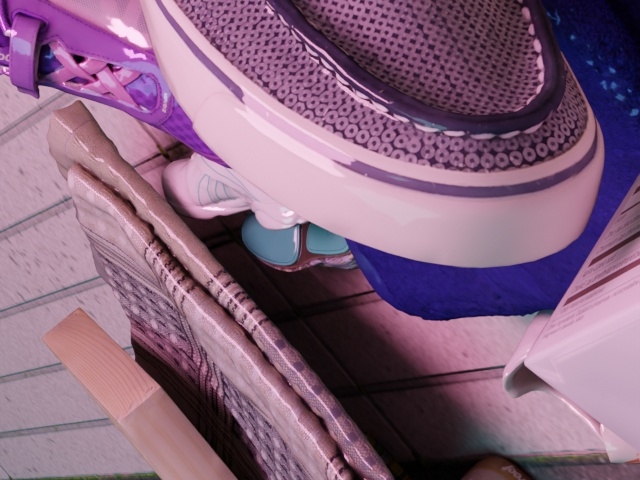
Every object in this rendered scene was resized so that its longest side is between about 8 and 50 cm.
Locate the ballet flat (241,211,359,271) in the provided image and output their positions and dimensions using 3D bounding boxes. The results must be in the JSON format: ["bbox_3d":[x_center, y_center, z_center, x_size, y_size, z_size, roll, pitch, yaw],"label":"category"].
[{"bbox_3d":[0.000,0.000,1.097,0.114,0.041,0.041,3,133,54],"label":"ballet flat"}]

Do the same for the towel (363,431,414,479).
[{"bbox_3d":[0.090,0.229,1.338,0.237,0.021,0.102,47,158,-4],"label":"towel"}]

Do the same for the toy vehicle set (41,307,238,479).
[{"bbox_3d":[-0.078,0.173,1.321,0.267,0.035,0.166,54,170,-27],"label":"toy vehicle set"}]

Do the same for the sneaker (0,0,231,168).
[{"bbox_3d":[-0.123,-0.107,1.019,0.236,0.104,0.095,38,138,21],"label":"sneaker"}]

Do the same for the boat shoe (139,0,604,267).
[{"bbox_3d":[-0.010,-0.147,0.657,0.340,0.127,0.158,50,146,39],"label":"boat shoe"}]

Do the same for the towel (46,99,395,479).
[{"bbox_3d":[-0.058,0.093,1.212,0.324,0.056,0.312,49,169,21],"label":"towel"}]

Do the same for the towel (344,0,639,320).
[{"bbox_3d":[0.073,-0.058,0.848,0.227,0.076,0.308,47,157,-21],"label":"towel"}]

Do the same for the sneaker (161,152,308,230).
[{"bbox_3d":[-0.045,-0.045,1.095,0.152,0.054,0.061,5,117,54],"label":"sneaker"}]

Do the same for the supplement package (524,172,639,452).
[{"bbox_3d":[0.235,0.039,0.577,0.262,0.145,0.204,36,157,-6],"label":"supplement package"}]

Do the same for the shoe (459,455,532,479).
[{"bbox_3d":[0.088,0.211,1.239,0.076,0.058,0.219,35,149,16],"label":"shoe"}]

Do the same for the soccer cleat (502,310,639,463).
[{"bbox_3d":[0.174,0.085,0.891,0.196,0.076,0.068,27,150,37],"label":"soccer cleat"}]
